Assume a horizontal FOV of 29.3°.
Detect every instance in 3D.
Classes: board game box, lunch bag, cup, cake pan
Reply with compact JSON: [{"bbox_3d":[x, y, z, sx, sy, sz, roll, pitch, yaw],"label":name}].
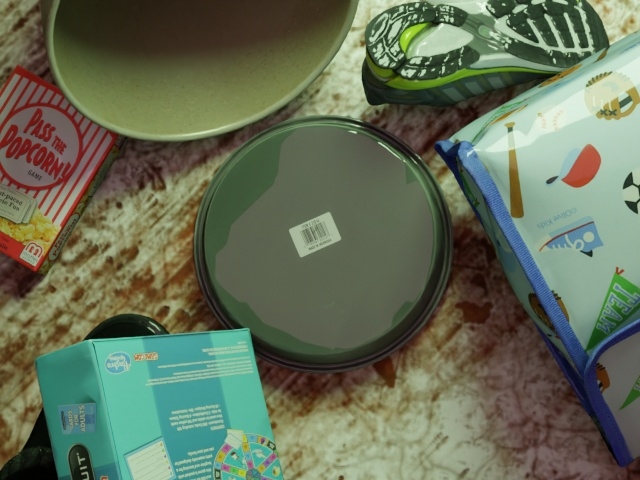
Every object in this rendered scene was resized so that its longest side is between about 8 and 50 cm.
[{"bbox_3d":[-0.328,-0.080,1.387,0.147,0.045,0.193,29,85,7],"label":"board game box"},{"bbox_3d":[0.351,-0.004,1.224,0.328,0.239,0.385,-28,97,4],"label":"lunch bag"},{"bbox_3d":[-0.134,0.261,1.198,0.079,0.254,0.335,-19,79,30],"label":"board game box"},{"bbox_3d":[-0.154,-0.304,1.297,0.331,0.331,0.237,-27,55,0],"label":"cup"},{"bbox_3d":[0.000,0.000,1.349,0.293,0.054,0.293,-1,83,5],"label":"cake pan"}]

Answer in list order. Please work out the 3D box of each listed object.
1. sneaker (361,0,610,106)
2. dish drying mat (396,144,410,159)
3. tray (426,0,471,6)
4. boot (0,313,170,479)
[{"bbox_3d":[0.177,-0.208,1.348,0.300,0.121,0.111,-6,74,-17],"label":"sneaker"},{"bbox_3d":[0.097,-0.065,1.379,0.032,0.008,0.083,-25,82,-1],"label":"dish drying mat"},{"bbox_3d":[0.218,-0.375,1.403,0.145,0.030,0.270,31,85,6],"label":"tray"},{"bbox_3d":[-0.264,0.231,1.233,0.131,0.260,0.347,24,85,7],"label":"boot"}]
